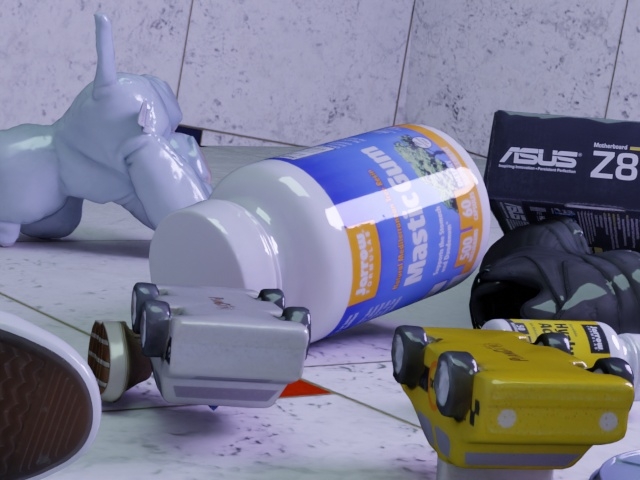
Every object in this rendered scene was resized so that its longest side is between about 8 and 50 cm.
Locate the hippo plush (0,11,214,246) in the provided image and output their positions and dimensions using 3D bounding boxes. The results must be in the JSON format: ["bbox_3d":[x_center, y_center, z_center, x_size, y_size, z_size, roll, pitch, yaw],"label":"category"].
[{"bbox_3d":[-0.258,-0.063,1.704,0.237,0.234,0.294,-26,-11,4],"label":"hippo plush"}]

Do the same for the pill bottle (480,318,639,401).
[{"bbox_3d":[0.170,0.087,1.067,0.116,0.065,0.065,2,7,-16],"label":"pill bottle"}]

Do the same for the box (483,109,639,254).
[{"bbox_3d":[0.340,-0.024,1.521,0.318,0.097,0.395,8,-10,15],"label":"box"}]

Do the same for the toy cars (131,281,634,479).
[{"bbox_3d":[0.016,0.087,0.914,0.394,0.087,0.176,8,5,37],"label":"toy cars"}]

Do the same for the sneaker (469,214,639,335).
[{"bbox_3d":[0.178,0.042,1.313,0.130,0.109,0.286,-8,6,-13],"label":"sneaker"}]

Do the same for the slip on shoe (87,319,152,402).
[{"bbox_3d":[-0.132,0.080,1.040,0.041,0.051,0.135,10,-1,-12],"label":"slip on shoe"}]

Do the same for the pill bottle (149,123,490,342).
[{"bbox_3d":[0.000,0.000,1.254,0.152,0.152,0.272,11,21,43],"label":"pill bottle"}]

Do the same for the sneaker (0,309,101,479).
[{"bbox_3d":[-0.253,0.068,0.820,0.290,0.105,0.123,3,10,3],"label":"sneaker"}]

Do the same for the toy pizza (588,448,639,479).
[{"bbox_3d":[0.236,0.145,0.784,0.201,0.032,0.201,5,7,-1],"label":"toy pizza"}]
